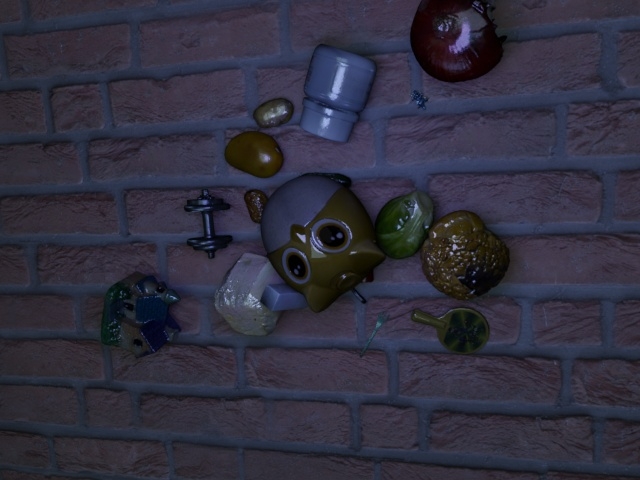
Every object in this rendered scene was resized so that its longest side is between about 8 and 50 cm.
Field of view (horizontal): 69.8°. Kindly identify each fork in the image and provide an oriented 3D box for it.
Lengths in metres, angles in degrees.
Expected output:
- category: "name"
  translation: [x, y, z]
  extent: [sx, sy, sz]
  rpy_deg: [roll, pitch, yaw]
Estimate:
- category: "fork"
  translation: [0.221, 0.397, 1.943]
  extent: [0.039, 0.021, 0.235]
  rpy_deg: [31, 104, 9]

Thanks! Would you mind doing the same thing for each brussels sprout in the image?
- category: "brussels sprout"
  translation: [0.323, -0.066, 1.744]
  extent: [0.210, 0.219, 0.271]
  rpy_deg: [38, 129, 1]

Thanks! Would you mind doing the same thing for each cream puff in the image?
- category: "cream puff"
  translation: [0.537, 0.068, 1.681]
  extent: [0.326, 0.231, 0.343]
  rpy_deg: [-12, 128, -6]

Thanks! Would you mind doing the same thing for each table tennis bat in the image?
- category: "table tennis bat"
  translation: [0.525, 0.349, 1.869]
  extent: [0.320, 0.050, 0.199]
  rpy_deg: [18, 103, 3]

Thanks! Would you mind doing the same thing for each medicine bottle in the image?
- category: "medicine bottle"
  translation: [0.056, -0.545, 1.712]
  extent: [0.244, 0.245, 0.307]
  rpy_deg: [20, 110, 7]

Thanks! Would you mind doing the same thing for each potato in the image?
- category: "potato"
  translation: [-0.188, -0.512, 1.848]
  extent: [0.170, 0.080, 0.107]
  rpy_deg: [-20, 87, 10]

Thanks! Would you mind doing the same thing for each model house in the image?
- category: "model house"
  translation: [-0.756, 0.333, 2.002]
  extent: [0.279, 0.245, 0.313]
  rpy_deg: [21, 111, 11]

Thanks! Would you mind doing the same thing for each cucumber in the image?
- category: "cucumber"
  translation: [0.014, -0.244, 1.862]
  extent: [0.227, 0.069, 0.069]
  rpy_deg: [7, 100, 14]

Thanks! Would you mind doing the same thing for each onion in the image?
- category: "onion"
  translation: [0.467, -0.719, 1.588]
  extent: [0.340, 0.341, 0.342]
  rpy_deg: [2, 99, 10]

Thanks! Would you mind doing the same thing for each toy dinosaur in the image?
- category: "toy dinosaur"
  translation: [0.378, -0.538, 1.762]
  extent: [0.083, 0.030, 0.047]
  rpy_deg: [46, 105, 2]

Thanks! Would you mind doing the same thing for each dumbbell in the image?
- category: "dumbbell"
  translation: [-0.466, -0.068, 1.912]
  extent: [0.191, 0.192, 0.290]
  rpy_deg: [-2, 97, 11]

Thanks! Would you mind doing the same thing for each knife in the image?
- category: "knife"
  translation: [0.148, 0.219, 1.925]
  extent: [0.018, 0.031, 0.121]
  rpy_deg: [-43, 84, 14]

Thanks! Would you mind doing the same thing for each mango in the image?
- category: "mango"
  translation: [-0.269, -0.355, 1.858]
  extent: [0.254, 0.139, 0.176]
  rpy_deg: [22, 99, 13]

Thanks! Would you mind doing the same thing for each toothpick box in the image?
- category: "toothpick box"
  translation: [0.000, 0.000, 1.685]
  extent: [0.409, 0.408, 0.425]
  rpy_deg: [-41, 58, 14]

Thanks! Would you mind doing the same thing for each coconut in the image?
- category: "coconut"
  translation: [-0.263, 0.199, 1.868]
  extent: [0.297, 0.310, 0.298]
  rpy_deg: [12, 138, 11]

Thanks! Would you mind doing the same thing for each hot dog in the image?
- category: "hot dog"
  translation: [-0.265, -0.144, 1.927]
  extent: [0.099, 0.065, 0.147]
  rpy_deg: [-17, 106, 12]

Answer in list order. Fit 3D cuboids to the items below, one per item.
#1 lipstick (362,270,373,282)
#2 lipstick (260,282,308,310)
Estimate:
- category: "lipstick"
  translation: [0.178, 0.051, 1.867]
  extent: [0.080, 0.080, 0.242]
  rpy_deg: [-1, 99, 11]
- category: "lipstick"
  translation: [-0.079, 0.213, 1.792]
  extent: [0.076, 0.371, 0.080]
  rpy_deg: [34, 107, 31]
